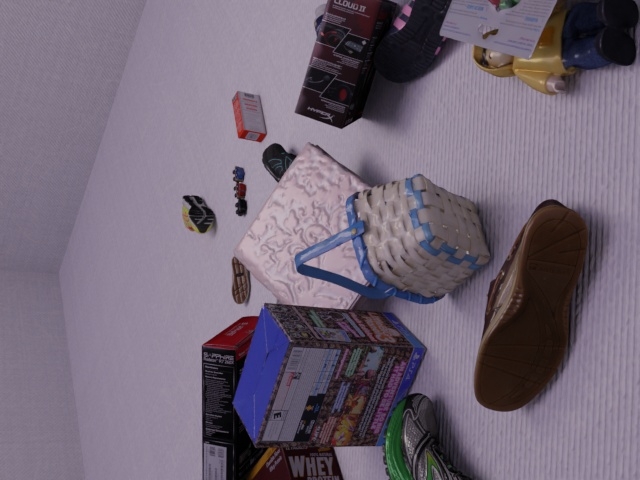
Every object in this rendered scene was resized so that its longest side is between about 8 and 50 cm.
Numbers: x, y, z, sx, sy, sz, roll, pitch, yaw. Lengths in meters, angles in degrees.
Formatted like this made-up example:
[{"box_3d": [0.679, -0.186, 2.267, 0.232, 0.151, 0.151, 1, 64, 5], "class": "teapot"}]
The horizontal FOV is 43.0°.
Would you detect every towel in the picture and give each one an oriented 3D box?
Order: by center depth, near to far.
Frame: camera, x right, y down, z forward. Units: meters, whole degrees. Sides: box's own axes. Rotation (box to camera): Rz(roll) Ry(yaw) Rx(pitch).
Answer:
[{"box_3d": [0.000, 0.000, 1.697, 0.332, 0.053, 0.317, 41, 103, 33], "class": "towel"}]

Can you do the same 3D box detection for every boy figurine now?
[{"box_3d": [0.358, -0.317, 1.278, 0.285, 0.092, 0.177, 9, 94, 57], "class": "boy figurine"}]

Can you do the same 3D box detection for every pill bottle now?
[{"box_3d": [0.021, -0.499, 1.919, 0.067, 0.067, 0.120, -46, 46, 46], "class": "pill bottle"}]

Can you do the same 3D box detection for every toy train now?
[{"box_3d": [-0.230, -0.145, 2.319, 0.036, 0.027, 0.158, -34, 56, 49], "class": "toy train"}]

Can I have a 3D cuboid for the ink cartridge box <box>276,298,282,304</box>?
[{"box_3d": [-0.055, 0.190, 1.859, 0.175, 0.072, 0.127, -179, 95, -77], "class": "ink cartridge box"}]

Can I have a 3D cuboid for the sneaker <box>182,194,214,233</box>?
[{"box_3d": [-0.385, -0.062, 2.531, 0.208, 0.082, 0.094, -124, 41, -57], "class": "sneaker"}]

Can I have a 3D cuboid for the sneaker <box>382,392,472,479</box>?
[{"box_3d": [0.208, 0.416, 1.379, 0.146, 0.134, 0.343, -30, 51, 25], "class": "sneaker"}]

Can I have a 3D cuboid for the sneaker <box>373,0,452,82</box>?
[{"box_3d": [0.210, -0.429, 1.573, 0.131, 0.112, 0.319, -58, 6, -31], "class": "sneaker"}]

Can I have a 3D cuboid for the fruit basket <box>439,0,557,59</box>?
[{"box_3d": [0.329, -0.461, 1.250, 0.327, 0.166, 0.353, -130, 55, -65], "class": "fruit basket"}]

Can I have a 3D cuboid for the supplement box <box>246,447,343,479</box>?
[{"box_3d": [-0.049, 0.551, 1.758, 0.191, 0.129, 0.194, -57, 39, 37], "class": "supplement box"}]

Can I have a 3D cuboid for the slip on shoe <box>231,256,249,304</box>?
[{"box_3d": [-0.221, 0.109, 2.240, 0.041, 0.051, 0.135, 47, -146, -77], "class": "slip on shoe"}]

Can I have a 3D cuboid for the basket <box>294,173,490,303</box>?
[{"box_3d": [0.134, 0.018, 1.446, 0.289, 0.255, 0.201, -33, 55, 30], "class": "basket"}]

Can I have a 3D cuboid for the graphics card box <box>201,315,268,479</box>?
[{"box_3d": [-0.188, 0.382, 1.886, 0.094, 0.233, 0.370, 4, 102, 17], "class": "graphics card box"}]

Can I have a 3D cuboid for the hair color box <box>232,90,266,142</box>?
[{"box_3d": [-0.199, -0.345, 2.263, 0.043, 0.072, 0.141, -47, 45, 46], "class": "hair color box"}]

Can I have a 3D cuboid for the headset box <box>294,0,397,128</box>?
[{"box_3d": [0.060, -0.396, 1.682, 0.218, 0.110, 0.293, -47, -24, -71], "class": "headset box"}]

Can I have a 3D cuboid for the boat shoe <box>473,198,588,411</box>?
[{"box_3d": [0.317, 0.099, 1.262, 0.123, 0.123, 0.341, -79, 0, -73], "class": "boat shoe"}]

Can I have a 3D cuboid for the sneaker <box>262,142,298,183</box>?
[{"box_3d": [-0.062, -0.164, 1.993, 0.106, 0.101, 0.267, -44, 43, 18], "class": "sneaker"}]

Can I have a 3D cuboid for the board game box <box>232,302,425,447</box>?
[{"box_3d": [0.013, 0.259, 1.548, 0.141, 0.291, 0.232, 47, 124, 54], "class": "board game box"}]
